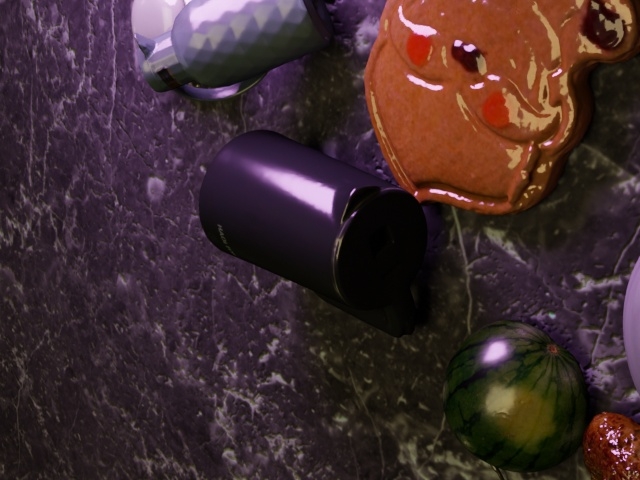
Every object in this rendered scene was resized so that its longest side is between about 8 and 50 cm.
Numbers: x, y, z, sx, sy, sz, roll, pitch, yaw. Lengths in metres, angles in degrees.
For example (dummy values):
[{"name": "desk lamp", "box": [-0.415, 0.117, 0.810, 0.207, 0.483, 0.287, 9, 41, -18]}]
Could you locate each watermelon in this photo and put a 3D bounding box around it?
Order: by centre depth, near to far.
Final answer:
[{"name": "watermelon", "box": [0.237, 0.218, 1.366, 0.204, 0.127, 0.232, 60, 140, 14]}]

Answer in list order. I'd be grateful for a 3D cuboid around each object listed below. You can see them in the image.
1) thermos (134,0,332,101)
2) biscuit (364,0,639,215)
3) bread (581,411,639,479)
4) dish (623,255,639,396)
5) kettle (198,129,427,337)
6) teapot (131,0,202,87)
[{"name": "thermos", "box": [-0.129, -0.300, 1.555, 0.286, 0.182, 0.145, -21, 53, 15]}, {"name": "biscuit", "box": [0.211, -0.235, 1.343, 0.350, 0.078, 0.455, 50, 131, 32]}, {"name": "bread", "box": [0.365, 0.302, 1.244, 0.193, 0.064, 0.193, 167, 90, -82]}, {"name": "dish", "box": [0.443, 0.101, 1.103, 0.316, 0.106, 0.316, -1, 89, 44]}, {"name": "kettle", "box": [-0.011, 0.000, 1.510, 0.308, 0.203, 0.262, 25, 119, 45]}, {"name": "teapot", "box": [-0.217, -0.412, 1.692, 0.220, 0.149, 0.318, 26, 118, 39]}]
